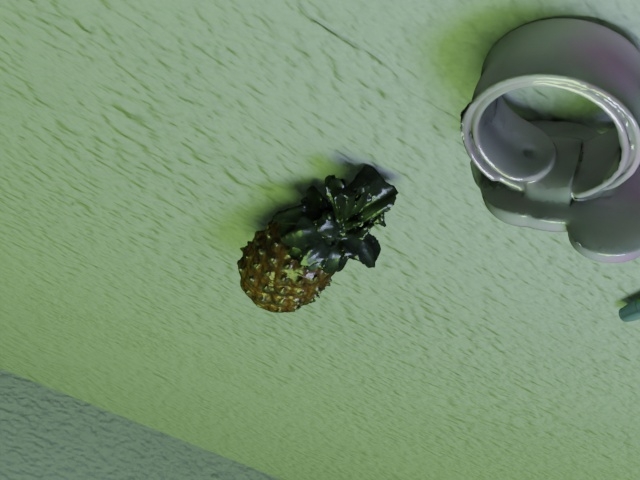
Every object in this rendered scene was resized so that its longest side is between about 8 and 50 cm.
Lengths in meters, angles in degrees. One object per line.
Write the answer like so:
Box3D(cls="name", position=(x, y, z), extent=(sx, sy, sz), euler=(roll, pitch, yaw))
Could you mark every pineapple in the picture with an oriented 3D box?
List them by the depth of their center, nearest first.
Box3D(cls="pineapple", position=(0.000, 0.000, 1.310), extent=(0.170, 0.141, 0.310), euler=(28, 139, -17))

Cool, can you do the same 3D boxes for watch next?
Box3D(cls="watch", position=(0.281, -0.115, 0.958), extent=(0.248, 0.211, 0.217), euler=(10, 142, 21))

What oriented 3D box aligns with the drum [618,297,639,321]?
Box3D(cls="drum", position=(0.531, 0.064, 1.287), extent=(0.130, 0.049, 0.253), euler=(33, 144, -32))
